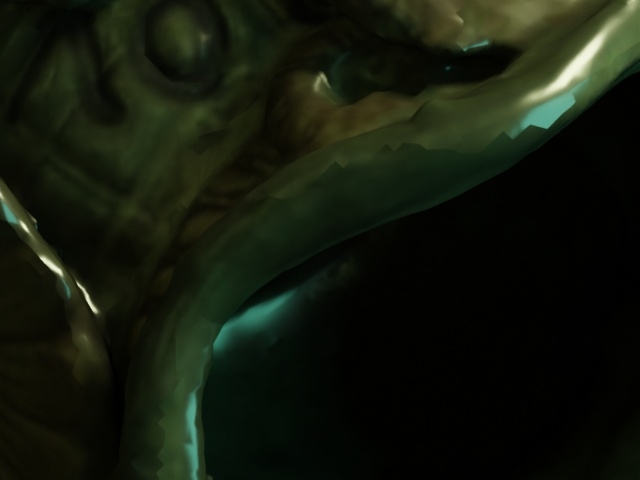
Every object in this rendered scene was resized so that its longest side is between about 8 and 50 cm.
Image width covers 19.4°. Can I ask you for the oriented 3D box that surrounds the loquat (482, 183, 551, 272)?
[{"bbox_3d":[0.165,-0.016,0.862,0.359,0.328,0.328,-57,142,-24],"label":"loquat"}]

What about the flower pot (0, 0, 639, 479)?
[{"bbox_3d":[0.000,0.000,0.572,0.302,0.213,0.302,-22,132,-26],"label":"flower pot"}]
